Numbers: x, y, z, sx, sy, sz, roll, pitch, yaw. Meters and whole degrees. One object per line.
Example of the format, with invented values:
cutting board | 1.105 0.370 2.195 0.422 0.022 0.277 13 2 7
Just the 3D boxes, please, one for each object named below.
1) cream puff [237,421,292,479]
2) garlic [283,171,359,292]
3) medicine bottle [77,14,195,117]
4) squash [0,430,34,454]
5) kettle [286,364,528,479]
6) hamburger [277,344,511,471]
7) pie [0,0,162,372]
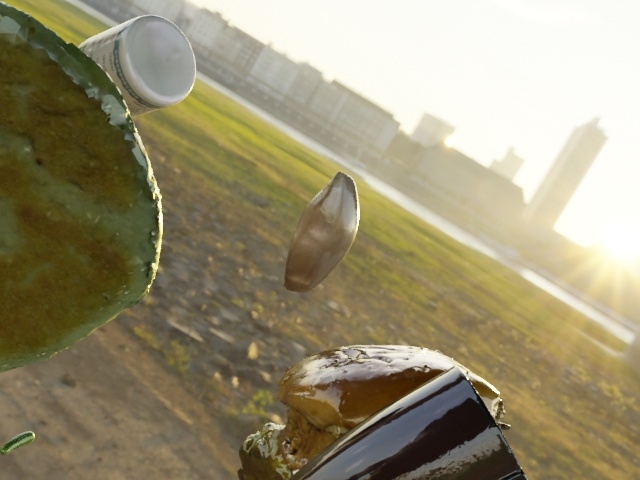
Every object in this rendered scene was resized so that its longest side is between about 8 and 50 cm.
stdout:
cream puff | -0.028 0.457 1.664 0.185 0.282 0.281 -26 46 -35
garlic | -0.003 0.005 1.714 0.112 0.318 0.143 33 48 1
medicine bottle | -0.316 -0.254 1.363 0.236 0.139 0.139 -6 -21 40
squash | -0.610 0.405 1.774 0.027 0.027 0.089 33 20 17
kettle | 0.080 0.257 0.861 0.144 0.232 0.202 60 -1 -42
hamburger | 0.095 0.238 1.231 0.314 0.170 0.290 -1 5 -20
pie | -0.254 -0.031 0.589 0.323 0.323 0.071 28 29 -26
